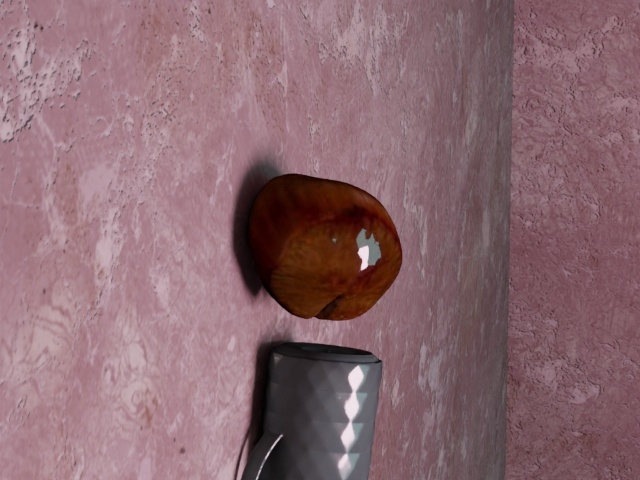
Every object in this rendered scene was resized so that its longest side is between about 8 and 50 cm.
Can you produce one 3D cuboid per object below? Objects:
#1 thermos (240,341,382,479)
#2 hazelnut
[{"bbox_3d":[-0.018,0.275,1.531,0.182,0.145,0.287,8,89,-42],"label":"thermos"},{"bbox_3d":[0.000,0.000,1.462,0.204,0.178,0.178,23,71,-39],"label":"hazelnut"}]
